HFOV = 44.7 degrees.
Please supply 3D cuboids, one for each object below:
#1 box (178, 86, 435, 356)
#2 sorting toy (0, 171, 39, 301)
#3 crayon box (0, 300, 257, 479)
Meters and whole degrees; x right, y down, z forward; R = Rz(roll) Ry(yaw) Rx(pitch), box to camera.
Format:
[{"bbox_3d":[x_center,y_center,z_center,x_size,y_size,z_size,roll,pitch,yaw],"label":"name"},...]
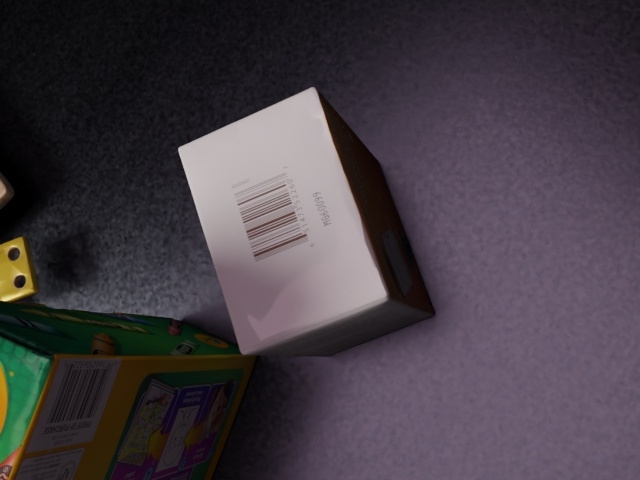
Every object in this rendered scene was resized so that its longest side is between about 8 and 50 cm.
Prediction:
[{"bbox_3d":[0.000,0.000,0.504,0.091,0.170,0.130,-22,77,12],"label":"box"},{"bbox_3d":[-0.327,-0.033,0.662,0.132,0.046,0.274,-43,73,5],"label":"sorting toy"},{"bbox_3d":[-0.142,0.131,0.466,0.081,0.278,0.165,20,87,16],"label":"crayon box"}]
